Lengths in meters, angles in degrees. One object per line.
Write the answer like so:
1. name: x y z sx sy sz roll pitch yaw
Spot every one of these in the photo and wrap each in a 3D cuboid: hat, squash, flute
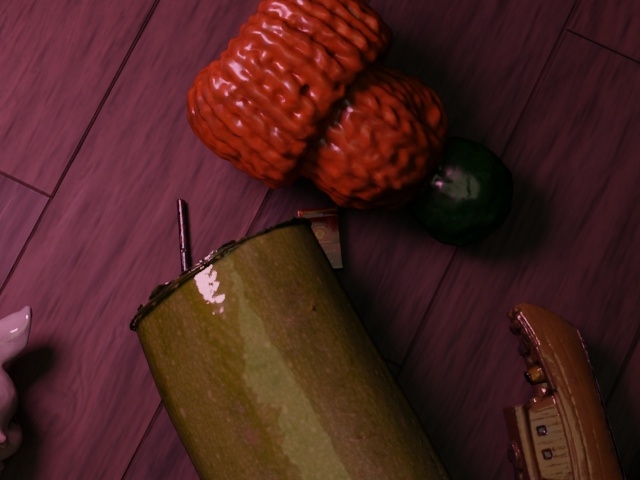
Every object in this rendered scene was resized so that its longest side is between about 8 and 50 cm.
1. hat: 0.037 -0.116 1.685 0.285 0.285 0.400 -44 93 -7
2. squash: -0.037 0.195 1.612 0.263 0.263 0.384 -28 80 -4
3. flute: -0.168 0.079 1.757 0.014 0.014 0.269 -5 80 0

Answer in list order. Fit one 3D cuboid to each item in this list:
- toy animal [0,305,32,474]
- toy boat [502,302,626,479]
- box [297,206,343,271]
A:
1. toy animal: -0.452 0.224 1.640 0.154 0.208 0.325 9 87 41
2. toy boat: 0.284 0.233 1.684 0.122 0.089 0.321 -14 81 -6
3. box: 0.000 0.000 1.765 0.052 0.023 0.082 -6 80 -1
